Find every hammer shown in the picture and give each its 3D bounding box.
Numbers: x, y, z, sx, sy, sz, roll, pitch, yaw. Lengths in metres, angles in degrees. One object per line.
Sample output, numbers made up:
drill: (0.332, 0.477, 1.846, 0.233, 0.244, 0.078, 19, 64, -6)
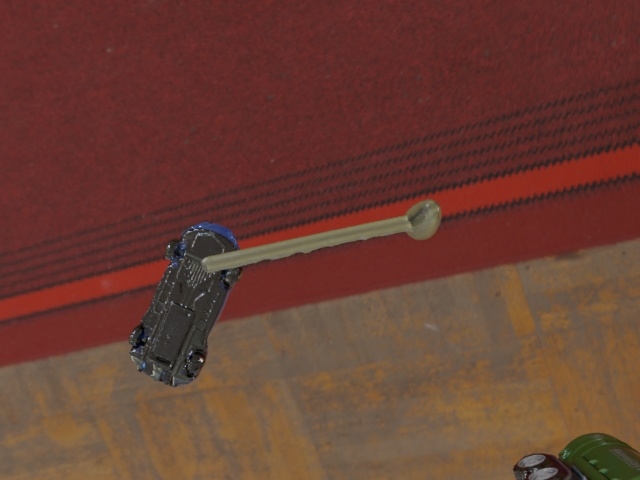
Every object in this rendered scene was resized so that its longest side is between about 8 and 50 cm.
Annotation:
hammer: (0.000, 0.000, 0.686, 0.195, 0.060, 0.028, -13, 81, 0)

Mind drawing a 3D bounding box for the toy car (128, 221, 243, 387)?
toy car: (-0.169, 0.081, 1.129, 0.103, 0.063, 0.216, 23, 89, 8)

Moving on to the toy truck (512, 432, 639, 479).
toy truck: (0.251, 0.237, 0.747, 0.125, 0.242, 0.101, -18, 92, 1)
